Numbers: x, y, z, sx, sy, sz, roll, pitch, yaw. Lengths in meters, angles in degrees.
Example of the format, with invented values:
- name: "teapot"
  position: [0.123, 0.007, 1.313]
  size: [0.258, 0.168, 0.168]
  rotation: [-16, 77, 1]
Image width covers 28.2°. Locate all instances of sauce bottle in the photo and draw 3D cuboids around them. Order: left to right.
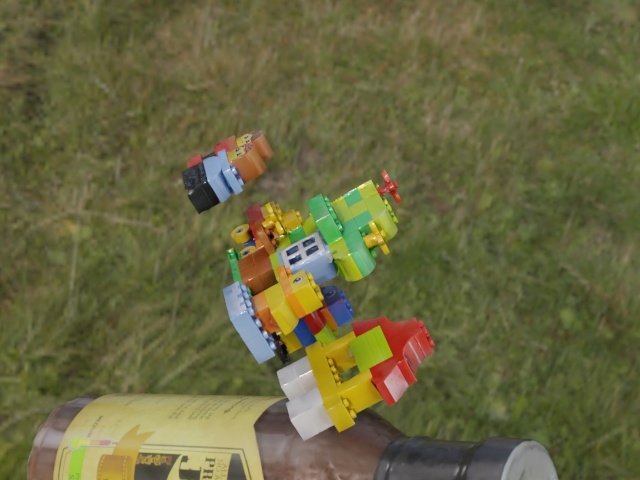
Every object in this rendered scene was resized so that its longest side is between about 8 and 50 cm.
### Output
- name: "sauce bottle"
  position: [-0.028, 0.145, 0.763]
  size: [0.344, 0.111, 0.111]
  rotation: [-6, 21, 37]

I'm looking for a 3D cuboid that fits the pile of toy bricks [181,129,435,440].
- name: "pile of toy bricks"
  position: [0.000, 0.000, 0.709]
  size: [0.105, 0.118, 0.212]
  rotation: [-28, 28, 3]
